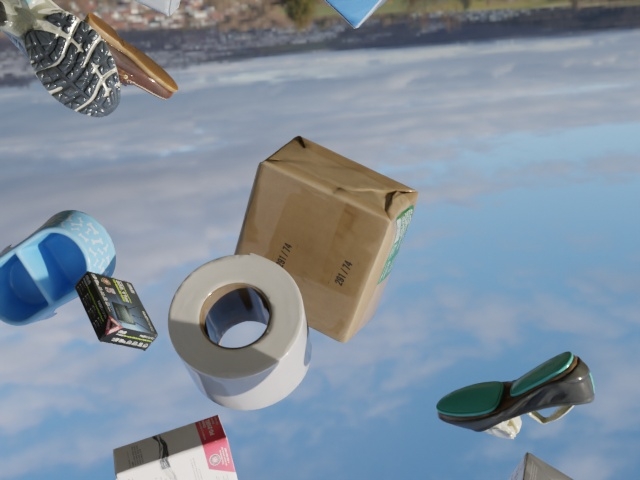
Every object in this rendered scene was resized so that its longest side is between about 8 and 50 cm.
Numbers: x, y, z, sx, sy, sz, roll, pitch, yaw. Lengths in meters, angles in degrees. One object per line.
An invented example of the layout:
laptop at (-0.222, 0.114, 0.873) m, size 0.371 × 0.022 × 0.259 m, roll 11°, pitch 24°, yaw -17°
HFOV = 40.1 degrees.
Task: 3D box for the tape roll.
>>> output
tape roll at (-0.143, 0.170, 1.608) m, size 0.246 × 0.246 × 0.169 m, roll -4°, pitch 150°, yaw 3°

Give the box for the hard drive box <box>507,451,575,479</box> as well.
hard drive box at (0.251, 0.432, 1.180) m, size 0.089 × 0.232 × 0.181 m, roll 31°, pitch -158°, yaw 8°

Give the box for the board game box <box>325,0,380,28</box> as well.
board game box at (0.148, -0.468, 1.238) m, size 0.308 × 0.086 × 0.302 m, roll -45°, pitch -174°, yaw 28°

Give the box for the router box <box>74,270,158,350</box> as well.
router box at (-0.315, 0.108, 1.351) m, size 0.092 × 0.038 × 0.122 m, roll 23°, pitch -155°, yaw -51°

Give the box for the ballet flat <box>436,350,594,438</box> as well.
ballet flat at (0.316, 0.269, 1.418) m, size 0.280 × 0.096 × 0.095 m, roll -28°, pitch -167°, yaw 39°

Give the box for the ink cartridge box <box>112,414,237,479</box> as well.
ink cartridge box at (-0.303, 0.496, 1.853) m, size 0.237 × 0.172 × 0.100 m, roll -16°, pitch -154°, yaw -12°

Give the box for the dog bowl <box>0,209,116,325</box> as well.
dog bowl at (-0.533, 0.061, 1.690) m, size 0.297 × 0.166 × 0.074 m, roll -29°, pitch -173°, yaw 22°

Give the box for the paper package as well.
paper package at (0.000, 0.000, 1.790) m, size 0.309 × 0.325 × 0.168 m, roll 26°, pitch -148°, yaw 13°

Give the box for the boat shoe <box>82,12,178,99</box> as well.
boat shoe at (-0.349, -0.312, 1.548) m, size 0.073 × 0.207 × 0.073 m, roll -45°, pitch -151°, yaw 15°

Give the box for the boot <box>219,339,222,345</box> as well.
boot at (-0.226, 0.200, 1.886) m, size 0.042 × 0.119 × 0.087 m, roll 9°, pitch 172°, yaw -13°

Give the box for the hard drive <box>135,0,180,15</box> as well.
hard drive at (-0.367, -0.522, 1.357) m, size 0.353 × 0.233 × 0.047 m, roll 25°, pitch -134°, yaw 3°

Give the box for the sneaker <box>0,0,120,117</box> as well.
sneaker at (-0.393, -0.299, 1.287) m, size 0.110 × 0.283 × 0.122 m, roll -42°, pitch -173°, yaw 0°
